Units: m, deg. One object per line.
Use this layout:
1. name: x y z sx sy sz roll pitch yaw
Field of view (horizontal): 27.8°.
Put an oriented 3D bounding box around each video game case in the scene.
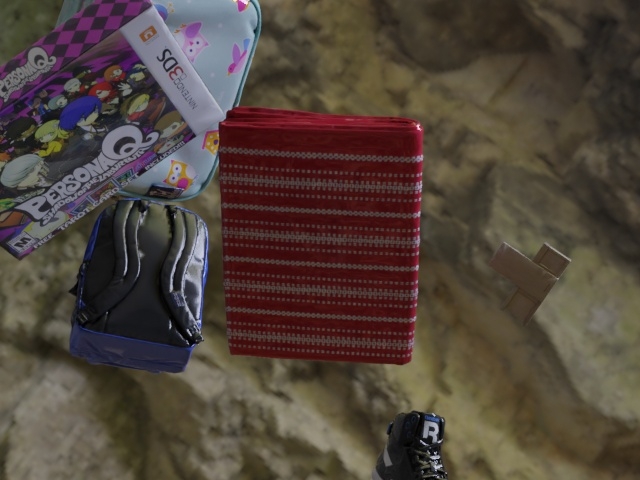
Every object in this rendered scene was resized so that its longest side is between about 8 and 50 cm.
1. video game case: -0.208 -0.093 1.078 0.232 0.042 0.210 -35 158 -2

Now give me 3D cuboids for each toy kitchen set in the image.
1. toy kitchen set: 0.214 0.034 1.366 0.083 0.068 0.075 -57 171 11

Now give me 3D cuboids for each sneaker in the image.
1. sneaker: 0.126 0.275 1.572 0.217 0.079 0.121 -142 -115 -65

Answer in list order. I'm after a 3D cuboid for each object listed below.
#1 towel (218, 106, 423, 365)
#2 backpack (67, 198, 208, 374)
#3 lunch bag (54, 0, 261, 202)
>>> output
1. towel: 0.000 0.000 1.288 0.031 0.199 0.275 -78 170 -61
2. backpack: -0.140 0.034 0.977 0.101 0.098 0.120 131 -32 -58
3. lunch bag: -0.203 -0.177 1.447 0.108 0.224 0.279 38 -67 48
